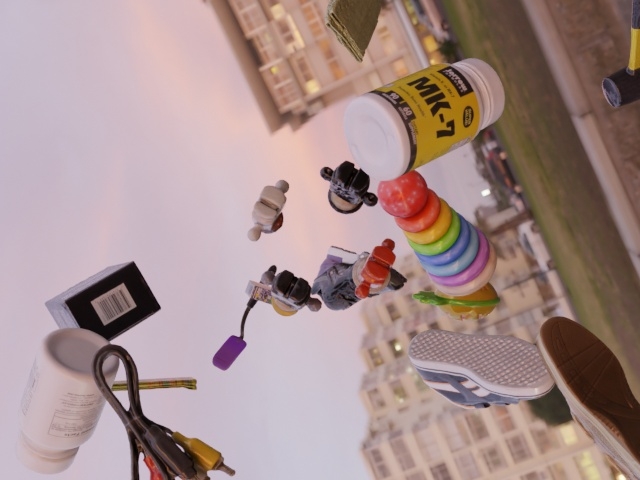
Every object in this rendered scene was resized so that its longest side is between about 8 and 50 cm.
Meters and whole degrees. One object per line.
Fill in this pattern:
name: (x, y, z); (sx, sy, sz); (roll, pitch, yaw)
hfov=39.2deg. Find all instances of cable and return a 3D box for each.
cable: (-0.269, 0.298, 1.376); (0.287, 0.139, 0.072); (47, 169, 11)

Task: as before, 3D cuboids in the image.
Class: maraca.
maraca: (0.289, 0.121, 1.901); (0.127, 0.185, 0.099); (-159, 70, -74)

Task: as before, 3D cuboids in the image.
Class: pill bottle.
pill bottle: (-0.425, 0.269, 1.483); (0.131, 0.229, 0.131); (20, -154, -11)
pill bottle: (0.144, -0.170, 1.219); (0.119, 0.208, 0.119); (36, 140, 37)

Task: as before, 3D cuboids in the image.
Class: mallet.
mallet: (0.317, -0.211, 0.921); (0.039, 0.062, 0.190); (62, -178, 38)

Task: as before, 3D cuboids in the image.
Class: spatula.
spatula: (-0.185, 0.192, 2.276); (0.084, 0.030, 0.296); (40, -107, -54)

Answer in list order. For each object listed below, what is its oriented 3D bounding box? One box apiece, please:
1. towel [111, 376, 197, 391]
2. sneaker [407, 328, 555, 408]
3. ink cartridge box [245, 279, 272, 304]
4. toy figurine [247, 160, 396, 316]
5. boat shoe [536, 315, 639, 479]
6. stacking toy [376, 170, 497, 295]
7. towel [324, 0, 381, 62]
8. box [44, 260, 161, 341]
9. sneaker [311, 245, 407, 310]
towel: (-0.349, 0.268, 1.653); (0.102, 0.237, 0.021); (155, 113, -75)
sneaker: (0.325, 0.259, 1.746); (0.126, 0.321, 0.127); (-48, -54, -27)
ink cartridge box: (-0.087, 0.112, 1.771); (0.115, 0.029, 0.063); (20, -178, -16)
toy figurine: (0.000, 0.000, 1.367); (0.148, 0.209, 0.213); (107, 145, -79)
boat shoe: (0.482, 0.290, 1.568); (0.341, 0.121, 0.110); (55, 153, 12)
stacking toy: (0.205, -0.029, 1.651); (0.330, 0.141, 0.141); (46, -157, -46)
towel: (0.053, -0.372, 1.458); (0.110, 0.027, 0.148); (48, -131, -40)
box: (-0.417, 0.125, 1.711); (0.108, 0.153, 0.207); (62, 156, -9)
sneaker: (0.072, 0.096, 1.809); (0.107, 0.124, 0.283); (36, 170, -20)
